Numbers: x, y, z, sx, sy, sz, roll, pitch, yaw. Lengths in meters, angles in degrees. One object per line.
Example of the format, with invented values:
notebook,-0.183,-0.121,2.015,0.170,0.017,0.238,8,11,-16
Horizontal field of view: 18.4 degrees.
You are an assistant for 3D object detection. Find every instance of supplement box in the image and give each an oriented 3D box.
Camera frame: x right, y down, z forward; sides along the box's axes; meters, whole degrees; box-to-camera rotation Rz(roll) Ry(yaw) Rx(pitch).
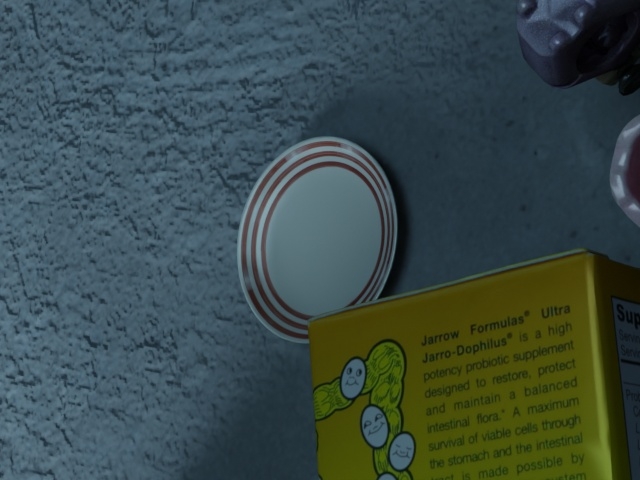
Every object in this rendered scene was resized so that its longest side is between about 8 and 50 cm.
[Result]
supplement box,0.134,0.206,1.058,0.195,0.194,0.357,-16,71,38

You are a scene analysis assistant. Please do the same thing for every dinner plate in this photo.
dinner plate,0.000,0.000,1.335,0.141,0.017,0.141,-9,76,41

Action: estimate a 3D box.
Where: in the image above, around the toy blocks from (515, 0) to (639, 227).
toy blocks,0.237,-0.119,0.962,0.309,0.260,0.288,50,114,26
